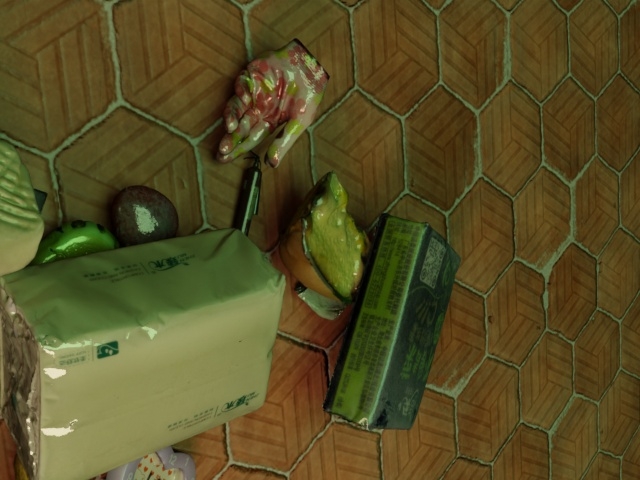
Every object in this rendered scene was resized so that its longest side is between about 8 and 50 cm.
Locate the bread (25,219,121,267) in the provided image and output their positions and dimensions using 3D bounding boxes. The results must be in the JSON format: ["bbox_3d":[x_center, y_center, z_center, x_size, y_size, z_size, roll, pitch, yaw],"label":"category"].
[{"bbox_3d":[-0.372,0.033,1.098,0.130,0.071,0.139,39,79,-37],"label":"bread"}]

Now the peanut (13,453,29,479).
[{"bbox_3d":[-0.410,0.391,1.105,0.087,0.087,0.206,-12,101,-37],"label":"peanut"}]

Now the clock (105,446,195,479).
[{"bbox_3d":[-0.286,0.400,1.164,0.198,0.064,0.172,58,47,-49],"label":"clock"}]

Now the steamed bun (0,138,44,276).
[{"bbox_3d":[-0.502,-0.064,0.889,0.289,0.203,0.276,15,59,-38],"label":"steamed bun"}]

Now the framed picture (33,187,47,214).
[{"bbox_3d":[-0.541,0.048,1.004,0.244,0.013,0.323,21,82,-38],"label":"framed picture"}]

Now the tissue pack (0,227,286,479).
[{"bbox_3d":[-0.260,0.158,1.072,0.380,0.207,0.297,-15,132,-36],"label":"tissue pack"}]

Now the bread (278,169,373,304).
[{"bbox_3d":[-0.009,-0.004,1.351,0.174,0.133,0.251,-63,144,-24],"label":"bread"}]

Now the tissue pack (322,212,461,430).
[{"bbox_3d":[0.154,0.174,1.453,0.288,0.124,0.394,32,72,-62],"label":"tissue pack"}]

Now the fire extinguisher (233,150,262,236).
[{"bbox_3d":[-0.125,-0.074,1.313,0.049,0.035,0.173,13,90,-36],"label":"fire extinguisher"}]

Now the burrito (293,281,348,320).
[{"bbox_3d":[0.003,0.115,1.430,0.118,0.044,0.074,52,60,-28],"label":"burrito"}]

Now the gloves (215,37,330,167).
[{"bbox_3d":[-0.096,-0.229,1.270,0.241,0.126,0.145,-42,129,4],"label":"gloves"}]

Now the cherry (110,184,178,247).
[{"bbox_3d":[-0.263,0.003,1.179,0.107,0.090,0.225,-59,137,-39],"label":"cherry"}]
